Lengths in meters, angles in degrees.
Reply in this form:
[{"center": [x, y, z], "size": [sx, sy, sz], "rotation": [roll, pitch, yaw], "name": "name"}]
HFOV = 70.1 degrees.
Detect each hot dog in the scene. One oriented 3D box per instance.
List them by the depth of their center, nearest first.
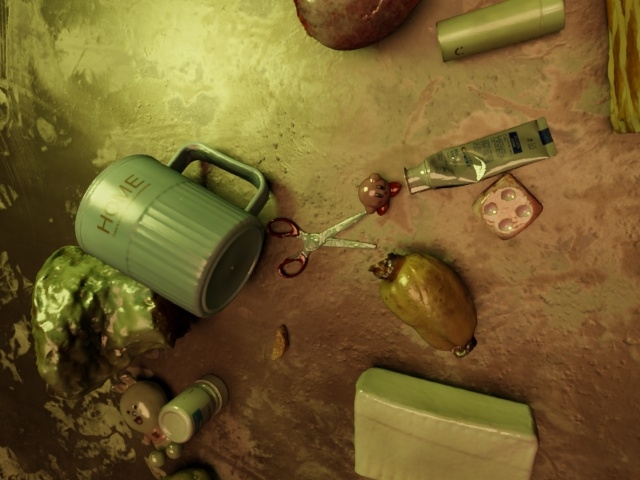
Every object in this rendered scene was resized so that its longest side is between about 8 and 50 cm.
[{"center": [-0.095, 0.253, 1.111], "size": [0.034, 0.030, 0.090], "rotation": [19, 108, 15], "name": "hot dog"}]

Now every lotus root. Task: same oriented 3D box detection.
[{"center": [0.209, 0.116, 0.906], "size": [0.257, 0.140, 0.154], "rotation": [50, 143, -3], "name": "lotus root"}]

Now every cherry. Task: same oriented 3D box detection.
[{"center": [0.070, -0.448, 0.820], "size": [0.249, 0.175, 0.192], "rotation": [6, 92, 18], "name": "cherry"}]

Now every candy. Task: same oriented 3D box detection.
[{"center": [0.247, 0.408, 0.951], "size": [0.358, 0.145, 0.208], "rotation": [8, 106, 20], "name": "candy"}]

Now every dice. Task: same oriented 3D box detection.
[{"center": [0.341, -0.062, 0.838], "size": [0.091, 0.094, 0.093], "rotation": [45, 113, 3], "name": "dice"}]

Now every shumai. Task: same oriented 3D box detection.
[{"center": [-0.489, 0.174, 1.128], "size": [0.323, 0.397, 0.324], "rotation": [-10, 121, -7], "name": "shumai"}]

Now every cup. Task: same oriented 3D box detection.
[{"center": [-0.295, -0.025, 1.020], "size": [0.311, 0.331, 0.257], "rotation": [28, 136, 14], "name": "cup"}]

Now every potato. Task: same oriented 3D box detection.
[{"center": [-0.388, 0.737, 1.267], "size": [0.177, 0.160, 0.235], "rotation": [29, 99, -27], "name": "potato"}]

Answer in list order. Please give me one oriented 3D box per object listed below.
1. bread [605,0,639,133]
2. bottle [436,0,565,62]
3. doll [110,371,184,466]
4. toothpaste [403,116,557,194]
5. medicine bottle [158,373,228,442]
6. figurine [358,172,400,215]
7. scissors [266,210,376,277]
[{"center": [0.528, -0.320, 0.558], "size": [0.279, 0.371, 0.390], "rotation": [-5, 100, 23], "name": "bread"}, {"center": [0.309, -0.374, 0.794], "size": [0.201, 0.072, 0.072], "rotation": [-8, 99, 23], "name": "bottle"}, {"center": [-0.470, 0.489, 1.273], "size": [0.155, 0.113, 0.275], "rotation": [-42, 78, 15], "name": "doll"}, {"center": [0.289, -0.150, 0.854], "size": [0.266, 0.061, 0.096], "rotation": [-16, 55, 24], "name": "toothpaste"}, {"center": [-0.320, 0.424, 1.161], "size": [0.104, 0.168, 0.105], "rotation": [5, 103, 20], "name": "medicine bottle"}, {"center": [0.111, -0.095, 0.935], "size": [0.067, 0.071, 0.083], "rotation": [37, 110, 56], "name": "figurine"}, {"center": [0.000, 0.000, 1.028], "size": [0.247, 0.017, 0.144], "rotation": [-12, 98, 22], "name": "scissors"}]
